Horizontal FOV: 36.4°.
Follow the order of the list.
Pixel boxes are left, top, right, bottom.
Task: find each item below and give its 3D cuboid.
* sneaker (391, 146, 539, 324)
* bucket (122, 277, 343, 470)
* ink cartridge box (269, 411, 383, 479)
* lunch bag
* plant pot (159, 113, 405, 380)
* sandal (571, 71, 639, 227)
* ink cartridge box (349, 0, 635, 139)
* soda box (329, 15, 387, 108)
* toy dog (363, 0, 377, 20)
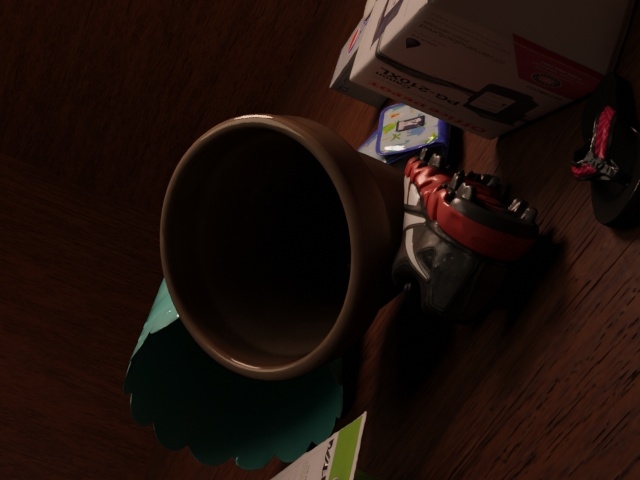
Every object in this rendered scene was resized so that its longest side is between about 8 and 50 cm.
[{"bbox_3d":[0.114,-0.003,0.889,0.276,0.097,0.135,-99,30,-74],"label":"sneaker"},{"bbox_3d":[-0.095,0.132,1.215,0.183,0.281,0.281,-82,17,-49],"label":"bucket"},{"bbox_3d":[0.008,0.284,0.847,0.255,0.097,0.189,-49,21,55],"label":"ink cartridge box"},{"bbox_3d":[0.104,-0.100,1.179,0.151,0.096,0.129,-43,20,32],"label":"lunch bag"},{"bbox_3d":[0.000,0.000,1.027,0.229,0.263,0.263,-7,-49,-53],"label":"plant pot"},{"bbox_3d":[0.207,-0.072,0.722,0.179,0.040,0.067,-82,18,-53],"label":"sandal"},{"bbox_3d":[0.147,-0.187,0.900,0.237,0.172,0.100,157,133,-75],"label":"ink cartridge box"},{"bbox_3d":[0.113,-0.324,1.545,0.286,0.098,0.091,132,156,-62],"label":"soda box"},{"bbox_3d":[0.149,-0.311,1.164,0.334,0.220,0.161,-81,-23,-49],"label":"toy dog"}]
